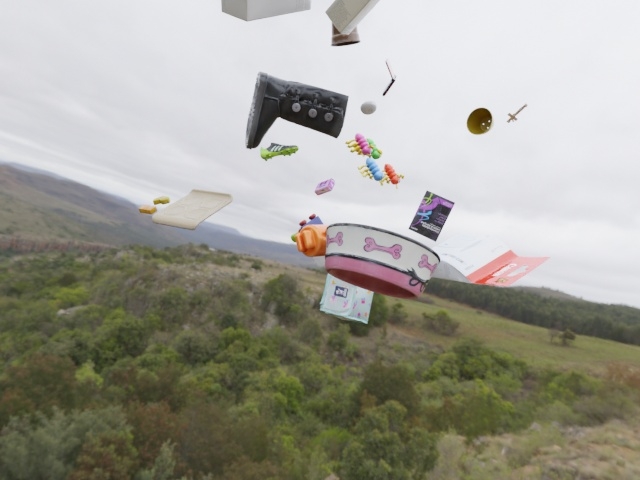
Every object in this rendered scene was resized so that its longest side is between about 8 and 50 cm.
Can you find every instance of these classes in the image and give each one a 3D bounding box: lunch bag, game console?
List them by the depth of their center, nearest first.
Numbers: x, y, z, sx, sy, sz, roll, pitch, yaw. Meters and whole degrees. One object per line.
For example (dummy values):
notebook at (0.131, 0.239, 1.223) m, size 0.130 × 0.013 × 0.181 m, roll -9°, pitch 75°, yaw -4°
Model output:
game console at (0.290, -0.726, 1.911) m, size 0.085 × 0.124 × 0.144 m, roll 34°, pitch 30°, yaw -6°
lunch bag at (0.117, 0.255, 2.011) m, size 0.262 × 0.224 × 0.160 m, roll 25°, pitch -17°, yaw -40°

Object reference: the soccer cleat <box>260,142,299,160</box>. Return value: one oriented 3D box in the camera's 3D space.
soccer cleat at (-0.188, -0.415, 1.949) m, size 0.178 × 0.073 × 0.060 m, roll -12°, pitch -19°, yaw 1°

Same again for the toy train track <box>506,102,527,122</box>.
toy train track at (0.685, -0.440, 1.496) m, size 0.048 × 0.014 × 0.083 m, roll 22°, pitch -48°, yaw -25°

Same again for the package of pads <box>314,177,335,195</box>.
package of pads at (0.017, -0.211, 1.693) m, size 0.032 × 0.050 × 0.083 m, roll 40°, pitch -34°, yaw -28°

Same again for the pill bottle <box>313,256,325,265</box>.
pill bottle at (0.030, 0.050, 2.125) m, size 0.103 × 0.103 × 0.184 m, roll 16°, pitch 32°, yaw 15°

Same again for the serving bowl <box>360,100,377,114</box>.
serving bowl at (0.238, -0.645, 2.106) m, size 0.083 × 0.027 × 0.083 m, roll -6°, pitch -27°, yaw -3°

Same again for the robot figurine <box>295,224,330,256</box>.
robot figurine at (0.002, 0.000, 1.700) m, size 0.219 × 0.158 × 0.128 m, roll -3°, pitch 37°, yaw -48°

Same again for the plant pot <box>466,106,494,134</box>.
plant pot at (0.818, -0.591, 2.161) m, size 0.134 × 0.135 × 0.095 m, roll 15°, pitch 11°, yaw 43°

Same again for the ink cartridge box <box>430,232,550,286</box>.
ink cartridge box at (0.605, 0.063, 1.632) m, size 0.307 × 0.091 × 0.384 m, roll -21°, pitch 14°, yaw -33°

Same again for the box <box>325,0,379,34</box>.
box at (0.156, -0.943, 1.661) m, size 0.113 × 0.275 × 0.094 m, roll 55°, pitch 33°, yaw 0°

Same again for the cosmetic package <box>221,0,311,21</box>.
cosmetic package at (-0.199, -0.985, 1.654) m, size 0.155 × 0.197 × 0.365 m, roll 33°, pitch 46°, yaw 27°

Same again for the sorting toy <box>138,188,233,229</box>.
sorting toy at (-0.504, -0.119, 1.591) m, size 0.306 × 0.041 × 0.229 m, roll 10°, pitch 37°, yaw 26°

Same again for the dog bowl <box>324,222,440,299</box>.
dog bowl at (0.194, 0.083, 1.487) m, size 0.407 × 0.151 × 0.408 m, roll 17°, pitch -12°, yaw 4°

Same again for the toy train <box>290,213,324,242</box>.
toy train at (-0.099, -0.032, 2.161) m, size 0.143 × 0.105 × 0.248 m, roll -30°, pitch 5°, yaw 42°

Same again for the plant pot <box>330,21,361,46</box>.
plant pot at (0.126, -1.133, 2.285) m, size 0.166 × 0.165 × 0.167 m, roll -7°, pitch 18°, yaw 2°

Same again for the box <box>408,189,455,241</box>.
box at (0.416, -0.091, 1.612) m, size 0.115 × 0.162 × 0.029 m, roll 26°, pitch 3°, yaw 12°

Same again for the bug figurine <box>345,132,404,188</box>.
bug figurine at (0.194, -0.279, 1.512) m, size 0.216 × 0.072 × 0.279 m, roll 59°, pitch 24°, yaw 11°

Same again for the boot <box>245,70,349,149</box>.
boot at (-0.114, -0.573, 2.071) m, size 0.444 × 0.368 × 0.146 m, roll 8°, pitch 28°, yaw -21°
